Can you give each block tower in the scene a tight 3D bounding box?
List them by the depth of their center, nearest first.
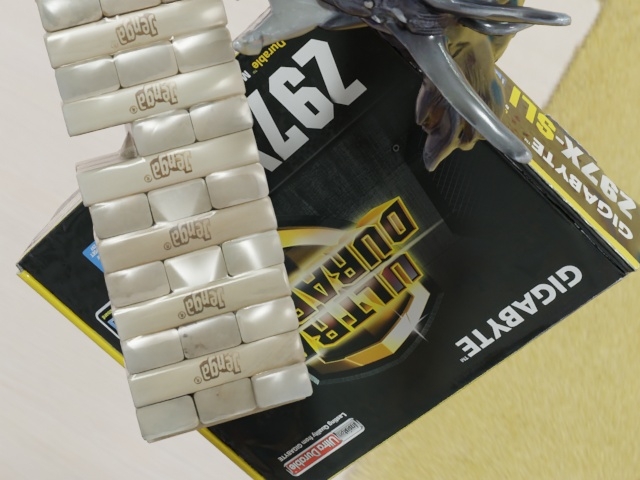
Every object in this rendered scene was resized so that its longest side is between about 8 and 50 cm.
[{"bbox_3d":[-0.084,-0.064,0.816,0.091,0.097,0.335,-15,99,-6],"label":"block tower"}]

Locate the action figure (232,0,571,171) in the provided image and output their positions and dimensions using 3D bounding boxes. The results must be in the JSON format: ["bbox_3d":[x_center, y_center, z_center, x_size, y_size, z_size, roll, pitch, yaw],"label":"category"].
[{"bbox_3d":[0.010,-0.132,0.556,0.141,0.164,0.275,-1,41,-2],"label":"action figure"}]

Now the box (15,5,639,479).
[{"bbox_3d":[0.000,0.000,1.034,0.257,0.079,0.322,44,123,-11],"label":"box"}]
